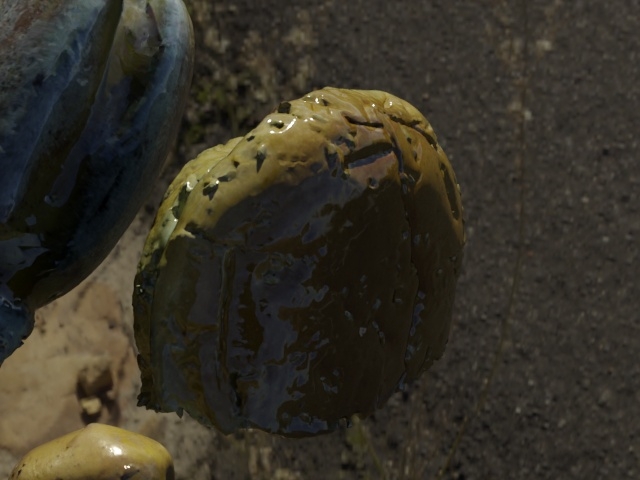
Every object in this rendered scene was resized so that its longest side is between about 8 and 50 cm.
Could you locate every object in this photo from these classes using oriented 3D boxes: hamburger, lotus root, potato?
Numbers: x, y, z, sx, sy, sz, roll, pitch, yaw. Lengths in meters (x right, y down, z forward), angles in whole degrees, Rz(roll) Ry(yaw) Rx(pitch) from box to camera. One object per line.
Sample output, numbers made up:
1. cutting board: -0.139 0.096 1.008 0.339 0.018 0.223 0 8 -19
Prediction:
1. hamburger: 0.000 0.000 0.807 0.132 0.211 0.308 12 15 34
2. lotus root: -0.198 -0.058 0.840 0.140 0.158 0.322 2 67 51
3. potato: -0.210 0.231 1.063 0.176 0.137 0.137 -41 53 11
